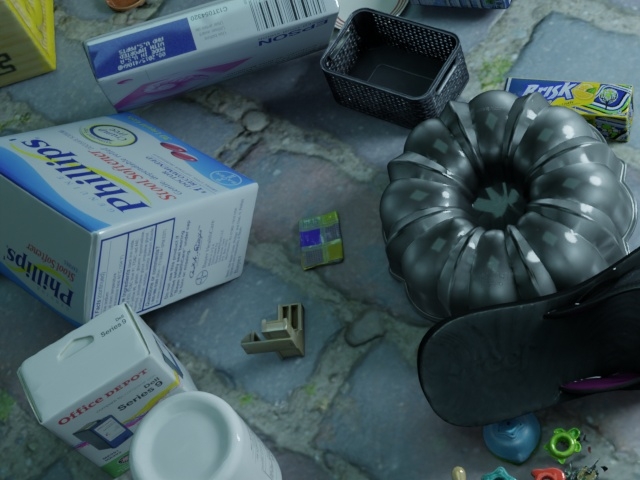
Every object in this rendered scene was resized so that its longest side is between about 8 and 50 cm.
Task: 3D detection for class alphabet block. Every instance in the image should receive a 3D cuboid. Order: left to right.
[{"bbox_3d":[-0.556,-0.367,1.872,0.197,0.193,0.192,-17,58,8],"label":"alphabet block"}]

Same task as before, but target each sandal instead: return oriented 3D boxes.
[{"bbox_3d":[0.330,0.108,1.303,0.445,0.107,0.168,-20,97,-3],"label":"sandal"}]

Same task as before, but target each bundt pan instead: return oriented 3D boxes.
[{"bbox_3d":[0.220,-0.046,1.439,0.330,0.124,0.331,-6,68,17],"label":"bundt pan"}]

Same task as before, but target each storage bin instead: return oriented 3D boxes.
[{"bbox_3d":[0.106,-0.241,1.650,0.180,0.084,0.122,23,69,27],"label":"storage bin"}]

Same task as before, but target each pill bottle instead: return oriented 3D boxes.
[{"bbox_3d":[-0.116,0.272,1.326,0.131,0.229,0.131,-8,58,13],"label":"pill bottle"}]

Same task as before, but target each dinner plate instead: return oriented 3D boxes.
[{"bbox_3d":[0.070,-0.369,1.777,0.141,0.017,0.141,-8,59,13],"label":"dinner plate"}]

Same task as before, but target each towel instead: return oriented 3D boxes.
[{"bbox_3d":[0.000,0.000,1.584,0.060,0.009,0.083,-12,58,12],"label":"towel"}]

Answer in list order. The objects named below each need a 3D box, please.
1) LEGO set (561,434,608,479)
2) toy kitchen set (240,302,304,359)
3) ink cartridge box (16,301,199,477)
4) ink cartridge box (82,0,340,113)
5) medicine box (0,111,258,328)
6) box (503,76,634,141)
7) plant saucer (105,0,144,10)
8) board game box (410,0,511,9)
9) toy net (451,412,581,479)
[{"bbox_3d":[0.300,0.262,1.328,0.054,0.023,0.083,0,47,15],"label":"LEGO set"},{"bbox_3d":[-0.064,0.105,1.496,0.068,0.083,0.075,-8,58,12],"label":"toy kitchen set"},{"bbox_3d":[-0.248,0.187,1.429,0.154,0.212,0.093,-32,56,-3],"label":"ink cartridge box"},{"bbox_3d":[-0.143,-0.260,1.613,0.324,0.330,0.072,-18,87,-3],"label":"ink cartridge box"},{"bbox_3d":[-0.277,-0.035,1.525,0.263,0.149,0.289,30,30,30],"label":"medicine box"},{"bbox_3d":[0.328,-0.175,1.553,0.168,0.059,0.054,6,63,21],"label":"box"},{"bbox_3d":[-0.317,-0.412,1.929,0.083,0.013,0.084,-8,57,13],"label":"plant saucer"},{"bbox_3d":[0.204,-0.420,1.739,0.194,0.060,0.194,7,63,23],"label":"board game box"},{"bbox_3d":[0.199,0.297,1.325,0.122,0.045,0.232,26,73,27],"label":"toy net"}]
